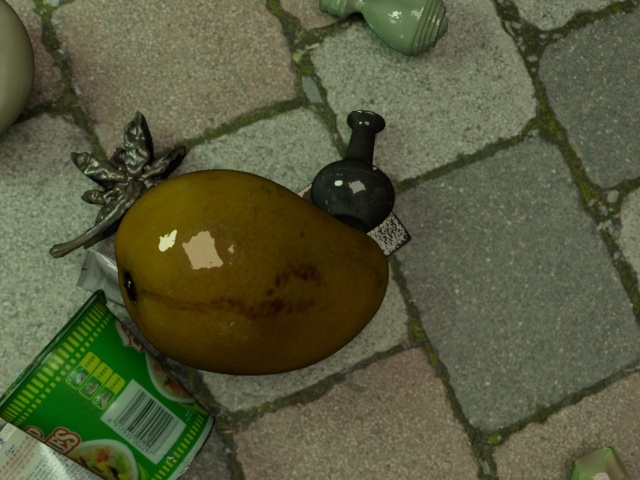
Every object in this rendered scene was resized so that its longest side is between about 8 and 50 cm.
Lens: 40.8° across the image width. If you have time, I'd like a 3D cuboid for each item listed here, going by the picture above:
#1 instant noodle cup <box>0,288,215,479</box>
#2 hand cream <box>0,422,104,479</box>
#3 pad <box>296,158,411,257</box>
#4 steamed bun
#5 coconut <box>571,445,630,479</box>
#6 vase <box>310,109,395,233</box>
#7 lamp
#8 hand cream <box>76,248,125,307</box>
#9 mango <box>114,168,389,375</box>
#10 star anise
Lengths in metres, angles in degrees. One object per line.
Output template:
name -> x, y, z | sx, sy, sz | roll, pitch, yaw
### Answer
instant noodle cup -> -0.265, 0.211, 1.107 | 0.233, 0.207, 0.207 | 41, 79, -9
hand cream -> -0.339, 0.336, 1.139 | 0.248, 0.083, 0.133 | 38, 78, 8
pad -> 0.000, 0.000, 1.263 | 0.235, 0.003, 0.158 | -35, 89, -11
steamed bun -> -0.480, -0.229, 1.141 | 0.232, 0.145, 0.231 | 0, 91, 17
coconut -> 0.404, 0.345, 1.245 | 0.082, 0.083, 0.081 | -24, 75, 11
vase -> 0.052, -0.102, 1.233 | 0.120, 0.120, 0.183 | 13, 65, -7
lamp -> 0.097, -0.343, 1.278 | 0.193, 0.106, 0.106 | 20, 80, 4
hand cream -> -0.261, 0.065, 1.185 | 0.142, 0.084, 0.053 | 27, 42, -7
mango -> -0.083, 0.048, 1.122 | 0.378, 0.221, 0.263 | 10, 101, -29
star anise -> -0.264, -0.057, 1.186 | 0.209, 0.089, 0.231 | 24, 71, 0
